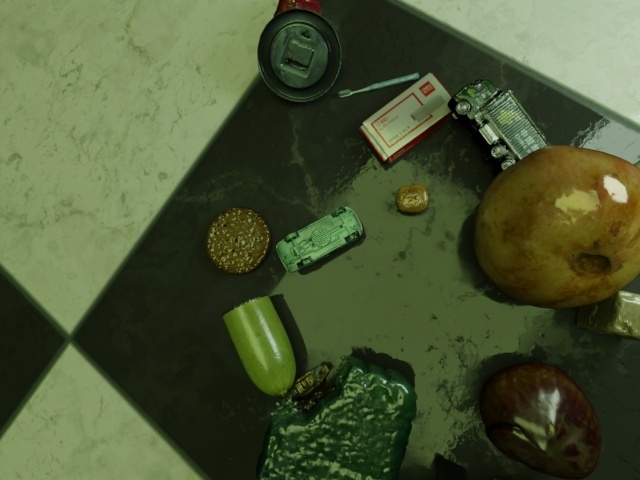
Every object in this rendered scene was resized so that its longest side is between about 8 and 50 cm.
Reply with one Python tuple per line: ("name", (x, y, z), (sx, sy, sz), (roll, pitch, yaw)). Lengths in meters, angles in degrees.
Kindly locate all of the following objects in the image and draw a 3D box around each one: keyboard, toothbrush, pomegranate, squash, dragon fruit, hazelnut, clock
("keyboard", (0.275, 0.555, 0.841), (0.072, 0.231, 0.023), (19, 112, 6))
("toothbrush", (0.155, -0.418, 1.099), (0.219, 0.019, 0.016), (-9, 75, 11))
("pomegranate", (0.483, -0.034, 0.840), (0.337, 0.338, 0.339), (-2, 82, 12))
("squash", (-0.142, 0.268, 1.015), (0.132, 0.132, 0.247), (-27, 79, 8))
("dragon fruit", (-0.066, -0.617, 1.123), (0.132, 0.136, 0.166), (9, 104, 4))
("hazelnut", (0.448, 0.359, 0.834), (0.233, 0.218, 0.218), (22, 88, 16))
("clock", (-0.055, -0.487, 1.086), (0.225, 0.049, 0.226), (2, 114, 4))

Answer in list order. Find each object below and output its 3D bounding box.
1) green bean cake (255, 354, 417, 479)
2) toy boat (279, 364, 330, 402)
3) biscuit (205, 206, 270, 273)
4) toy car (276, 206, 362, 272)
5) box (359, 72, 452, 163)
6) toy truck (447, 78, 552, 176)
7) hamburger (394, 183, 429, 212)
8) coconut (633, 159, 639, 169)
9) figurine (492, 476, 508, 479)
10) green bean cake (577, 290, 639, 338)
("green bean cake", (0.038, 0.417, 0.920), (0.300, 0.169, 0.308), (16, 89, 4))
("toy boat", (-0.038, 0.361, 1.019), (0.149, 0.049, 0.047), (-38, 76, 5))
("biscuit", (-0.226, -0.001, 1.121), (0.187, 0.027, 0.188), (-2, 83, 13))
("toy car", (0.000, 0.000, 1.047), (0.224, 0.076, 0.090), (-28, 76, -1))
("box", (0.225, -0.311, 1.053), (0.229, 0.050, 0.123), (-35, 77, 5))
("toy truck", (0.419, -0.259, 0.962), (0.121, 0.088, 0.259), (-37, 89, 6))
("hamburger", (0.230, -0.105, 1.028), (0.083, 0.044, 0.076), (-8, 81, 9))
("coconut", (0.737, -0.132, 0.887), (0.122, 0.116, 0.116), (-45, 76, 5))
("figurine", (0.428, 0.607, 0.820), (0.177, 0.173, 0.247), (-46, 75, 3))
("green bean cake", (0.619, 0.156, 0.837), (0.109, 0.179, 0.085), (15, 85, 11))
